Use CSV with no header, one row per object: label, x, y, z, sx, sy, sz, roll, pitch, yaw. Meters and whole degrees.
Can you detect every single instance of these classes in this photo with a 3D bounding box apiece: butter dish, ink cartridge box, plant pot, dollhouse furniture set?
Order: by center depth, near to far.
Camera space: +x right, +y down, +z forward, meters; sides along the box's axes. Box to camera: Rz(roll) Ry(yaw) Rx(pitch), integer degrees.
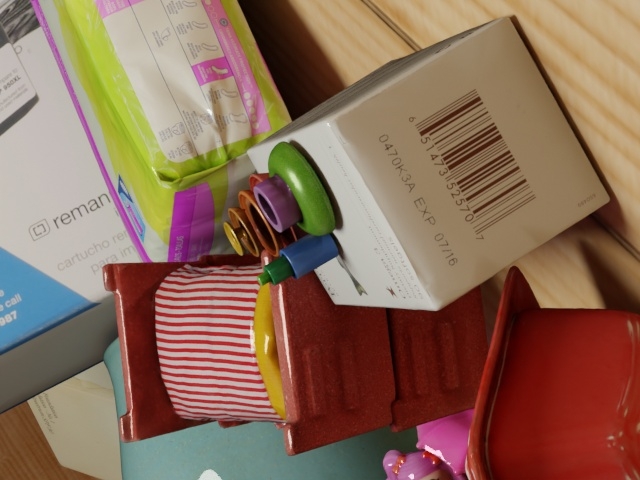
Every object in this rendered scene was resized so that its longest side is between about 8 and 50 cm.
butter dish,0.147,0.104,0.812,0.160,0.118,0.160,64,-153,-26
dollhouse furniture set,0.000,0.184,1.044,0.201,0.152,0.374,-10,87,54
plant pot,-0.037,0.164,1.319,0.271,0.272,0.255,112,134,-74
ink cartridge box,-0.260,-0.093,1.351,0.395,0.285,0.166,60,173,16

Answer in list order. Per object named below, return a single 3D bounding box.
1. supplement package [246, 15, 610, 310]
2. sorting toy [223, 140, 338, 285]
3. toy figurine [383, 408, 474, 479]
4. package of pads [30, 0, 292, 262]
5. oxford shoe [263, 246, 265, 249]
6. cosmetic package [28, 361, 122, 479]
supplement package,0.047,-0.034,0.862,0.105,0.105,0.179,59,167,-6
sorting toy,-0.024,-0.008,0.852,0.061,0.042,0.102,59,166,5
toy figurine,0.095,0.182,1.124,0.130,0.173,0.159,-25,-83,-61
package of pads,-0.123,-0.138,1.150,0.229,0.101,0.296,109,138,-70
oxford shoe,-0.087,-0.010,1.478,0.271,0.097,0.098,50,148,8
cosmetic package,-0.118,0.166,1.591,0.309,0.113,0.160,13,141,29
